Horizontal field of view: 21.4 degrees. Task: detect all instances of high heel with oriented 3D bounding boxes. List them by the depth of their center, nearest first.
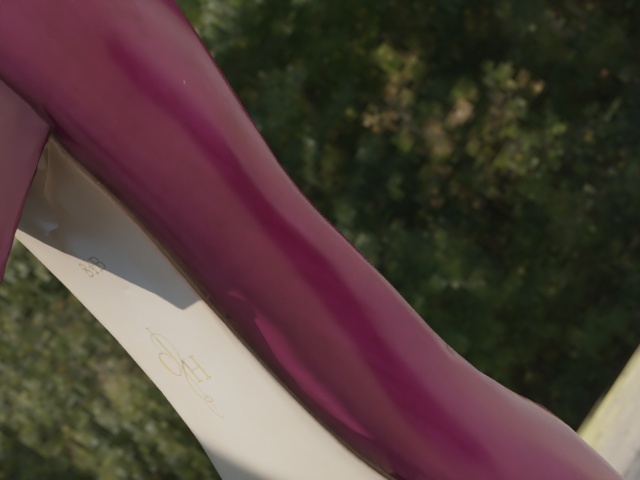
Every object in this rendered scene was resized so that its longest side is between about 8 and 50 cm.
[{"bbox_3d":[0.000,0.000,0.554,0.127,0.377,0.181,-12,55,48],"label":"high heel"}]
